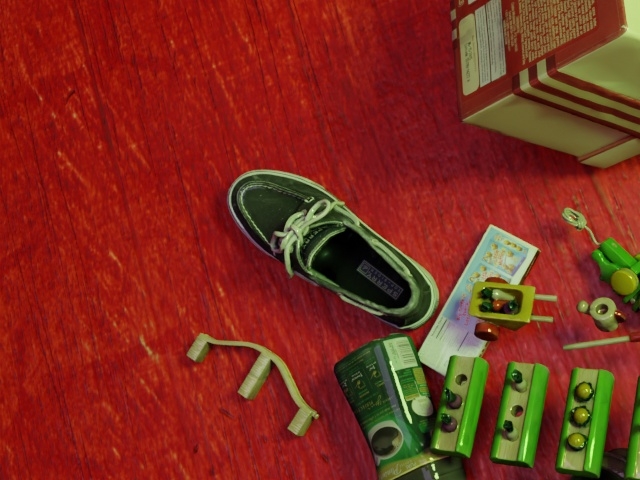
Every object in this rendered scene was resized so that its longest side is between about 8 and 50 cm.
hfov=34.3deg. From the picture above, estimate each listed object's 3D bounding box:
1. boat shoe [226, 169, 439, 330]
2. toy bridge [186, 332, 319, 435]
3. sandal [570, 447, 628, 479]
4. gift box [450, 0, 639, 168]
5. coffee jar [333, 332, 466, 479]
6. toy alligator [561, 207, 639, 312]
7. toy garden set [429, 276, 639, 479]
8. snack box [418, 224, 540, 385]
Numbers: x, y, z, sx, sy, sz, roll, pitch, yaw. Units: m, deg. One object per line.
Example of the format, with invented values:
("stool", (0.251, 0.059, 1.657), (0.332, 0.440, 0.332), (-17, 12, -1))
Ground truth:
("boat shoe", (-0.002, 0.004, 1.226), (0.306, 0.105, 0.113), (40, 95, 23))
("toy bridge", (-0.076, 0.164, 1.266), (0.188, 0.026, 0.063), (31, 90, 24))
("sandal", (0.326, 0.260, 1.058), (0.302, 0.120, 0.086), (-20, 30, 13))
("gift box", (0.288, -0.231, 1.069), (0.276, 0.258, 0.255), (-19, 65, 55))
("coffee jar", (0.090, 0.204, 1.158), (0.096, 0.079, 0.184), (-36, 67, 36))
("toy alligator", (0.329, 0.039, 1.121), (0.189, 0.056, 0.051), (41, 136, 23))
("toy garden set", (0.242, 0.132, 1.064), (0.244, 0.049, 0.204), (2, 61, 28))
("snack box", (0.180, 0.074, 1.186), (0.064, 0.022, 0.178), (30, 91, 25))
